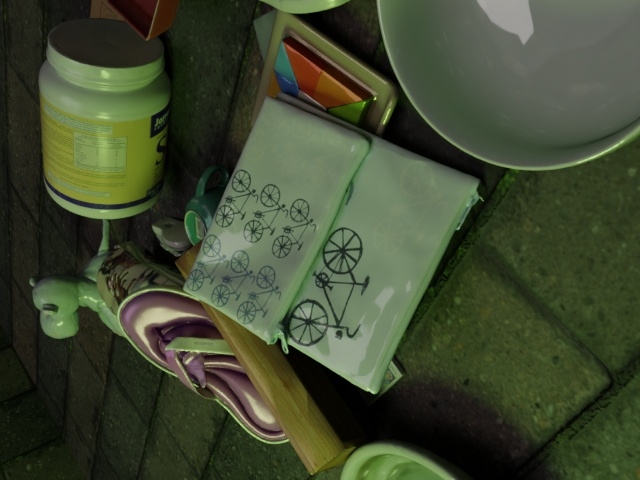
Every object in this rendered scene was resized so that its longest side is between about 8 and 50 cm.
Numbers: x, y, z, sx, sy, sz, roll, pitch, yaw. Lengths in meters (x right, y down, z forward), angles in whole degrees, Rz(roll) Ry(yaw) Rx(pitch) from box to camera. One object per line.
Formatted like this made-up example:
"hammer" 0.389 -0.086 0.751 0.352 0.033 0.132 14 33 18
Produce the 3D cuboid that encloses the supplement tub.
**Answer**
"supplement tub" -0.418 -0.234 1.359 0.241 0.241 0.331 43 136 30

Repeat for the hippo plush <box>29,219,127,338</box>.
"hippo plush" -0.588 0.151 1.759 0.234 0.237 0.294 38 133 35

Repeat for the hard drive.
"hard drive" -0.045 -0.303 1.040 0.135 0.022 0.094 -4 103 52

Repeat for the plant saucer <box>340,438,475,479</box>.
"plant saucer" 0.195 0.471 1.053 0.400 0.101 0.400 25 125 43

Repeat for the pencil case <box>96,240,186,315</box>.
"pencil case" -0.328 0.126 1.490 0.410 0.160 0.183 21 108 45

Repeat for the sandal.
"sandal" -0.184 0.229 1.268 0.416 0.102 0.169 39 100 -13

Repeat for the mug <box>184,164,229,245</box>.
"mug" -0.197 -0.045 1.293 0.157 0.097 0.129 61 143 10

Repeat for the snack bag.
"snack bag" 0.000 0.000 0.937 0.343 0.037 0.323 29 96 25

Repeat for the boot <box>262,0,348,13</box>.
"boot" -0.050 -0.403 0.911 0.244 0.088 0.176 30 145 40

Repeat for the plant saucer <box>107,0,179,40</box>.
"plant saucer" -0.264 -0.476 1.128 0.258 0.048 0.259 46 121 47

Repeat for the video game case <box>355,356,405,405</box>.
"video game case" 0.083 0.209 1.139 0.087 0.011 0.122 54 141 19

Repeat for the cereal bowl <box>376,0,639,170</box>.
"cereal bowl" 0.217 -0.242 0.645 0.339 0.141 0.338 26 127 42

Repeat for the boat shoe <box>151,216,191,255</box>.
"boat shoe" -0.309 0.000 1.474 0.184 0.066 0.063 16 130 54

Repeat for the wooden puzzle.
"wooden puzzle" -0.011 -0.189 1.009 0.239 0.044 0.221 43 140 20

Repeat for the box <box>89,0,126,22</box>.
"box" -0.419 -0.444 1.441 0.201 0.021 0.164 52 140 23

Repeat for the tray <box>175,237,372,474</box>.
"tray" -0.078 0.193 1.183 0.411 0.076 0.203 53 -175 20
